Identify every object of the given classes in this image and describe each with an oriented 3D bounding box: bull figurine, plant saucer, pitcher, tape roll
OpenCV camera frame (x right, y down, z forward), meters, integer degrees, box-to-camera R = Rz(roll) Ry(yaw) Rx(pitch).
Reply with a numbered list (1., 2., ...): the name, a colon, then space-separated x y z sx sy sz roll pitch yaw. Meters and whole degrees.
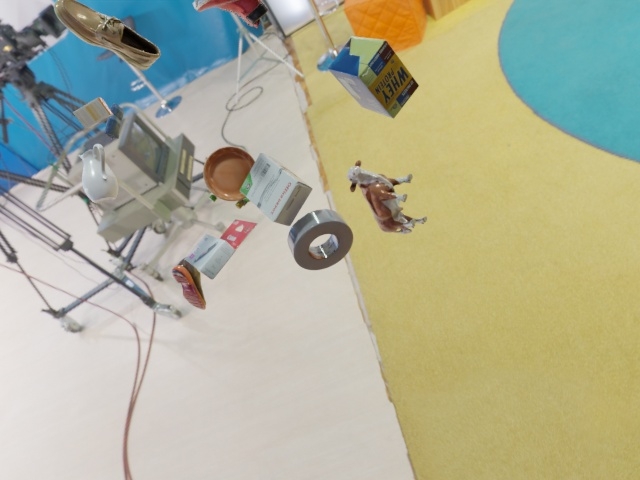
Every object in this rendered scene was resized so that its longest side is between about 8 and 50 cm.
1. bull figurine: 0.208 -0.133 1.294 0.188 0.310 0.101 11 59 40
2. plant saucer: -0.330 -0.244 1.508 0.200 0.200 0.037 -47 16 -10
3. pitcher: -0.882 -0.267 1.634 0.125 0.207 0.177 -16 0 -42
4. tape roll: 0.000 0.000 1.407 0.219 0.219 0.072 -33 45 4

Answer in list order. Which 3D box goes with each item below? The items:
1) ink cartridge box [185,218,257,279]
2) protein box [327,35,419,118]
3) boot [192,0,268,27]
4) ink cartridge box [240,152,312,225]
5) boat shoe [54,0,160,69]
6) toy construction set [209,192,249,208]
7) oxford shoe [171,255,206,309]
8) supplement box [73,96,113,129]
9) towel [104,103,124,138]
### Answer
1. ink cartridge box: -0.357 0.007 1.446 0.239 0.060 0.275 -54 26 -12
2. protein box: 0.170 -0.532 1.335 0.136 0.201 0.200 -52 39 5
3. boot: -0.309 -0.798 1.415 0.244 0.176 0.088 -7 50 30
4. ink cartridge box: -0.146 -0.164 1.325 0.208 0.087 0.153 42 106 34
5. boat shoe: -0.737 -0.740 1.442 0.110 0.341 0.122 -15 70 36
6. toy construction set: -0.400 -0.234 2.015 0.309 0.257 0.237 19 57 38
7. oxford shoe: -0.526 0.185 1.719 0.097 0.271 0.098 10 44 19
8. supplement box: -0.745 -0.417 1.343 0.098 0.062 0.036 -31 20 -2
9. towel: -0.769 -0.444 1.530 0.029 0.067 0.119 10 81 2
